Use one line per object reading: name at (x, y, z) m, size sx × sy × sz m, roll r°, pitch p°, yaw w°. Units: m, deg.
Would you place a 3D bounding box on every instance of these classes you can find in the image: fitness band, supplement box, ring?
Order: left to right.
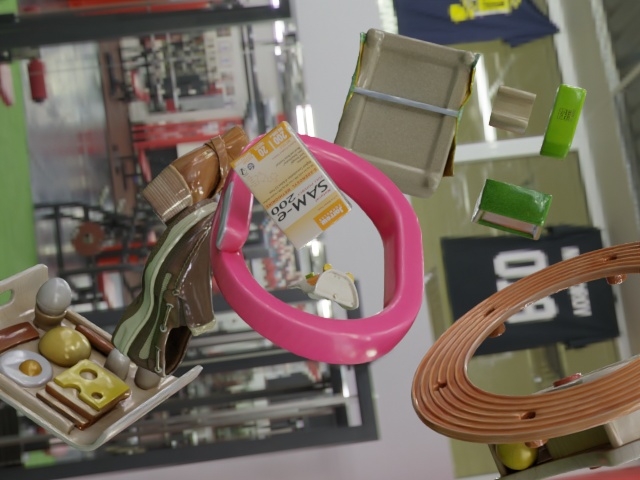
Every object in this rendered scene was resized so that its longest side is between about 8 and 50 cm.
supplement box at (-0.025, -0.048, 0.858) m, size 0.098 × 0.062 × 0.036 m, roll 51°, pitch 6°, yaw -4°
fitness band at (0.000, 0.000, 0.941) m, size 0.054 × 0.209 × 0.291 m, roll -58°, pitch -165°, yaw 35°
ring at (0.243, 0.093, 0.917) m, size 0.032 × 0.336 × 0.336 m, roll 64°, pitch -1°, yaw -15°

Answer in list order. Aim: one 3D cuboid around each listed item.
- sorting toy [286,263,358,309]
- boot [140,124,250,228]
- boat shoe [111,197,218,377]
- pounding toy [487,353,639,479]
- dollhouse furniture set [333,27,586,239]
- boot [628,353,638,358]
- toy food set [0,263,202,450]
sorting toy at (-0.003, 0.063, 1.283) m, size 0.075 × 0.083 × 0.045 m, roll -13°, pitch -117°, yaw 42°
boot at (-0.148, -0.072, 1.271) m, size 0.073 × 0.152 × 0.197 m, roll 51°, pitch -7°, yaw 5°
boat shoe at (-0.152, 0.063, 1.116) m, size 0.095 × 0.095 × 0.257 m, roll 42°, pitch -48°, yaw 11°
pounding toy at (0.273, 0.190, 0.883) m, size 0.269 × 0.154 × 0.155 m, roll -31°, pitch -105°, yaw 40°
dollhouse furniture set at (0.179, -0.141, 1.309) m, size 0.151 × 0.301 × 0.197 m, roll 32°, pitch 74°, yaw -81°
boot at (0.473, 0.210, 1.323) m, size 0.099 × 0.121 × 0.045 m, roll -54°, pitch 164°, yaw -57°
toy food set at (-0.346, 0.149, 1.351) m, size 0.220 × 0.306 × 0.092 m, roll -33°, pitch 148°, yaw -58°
